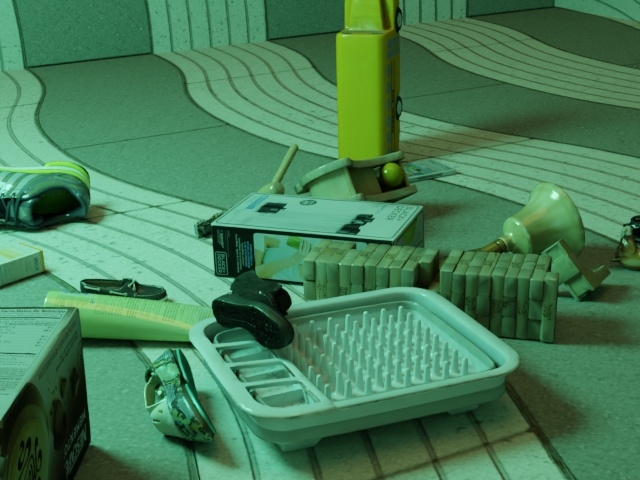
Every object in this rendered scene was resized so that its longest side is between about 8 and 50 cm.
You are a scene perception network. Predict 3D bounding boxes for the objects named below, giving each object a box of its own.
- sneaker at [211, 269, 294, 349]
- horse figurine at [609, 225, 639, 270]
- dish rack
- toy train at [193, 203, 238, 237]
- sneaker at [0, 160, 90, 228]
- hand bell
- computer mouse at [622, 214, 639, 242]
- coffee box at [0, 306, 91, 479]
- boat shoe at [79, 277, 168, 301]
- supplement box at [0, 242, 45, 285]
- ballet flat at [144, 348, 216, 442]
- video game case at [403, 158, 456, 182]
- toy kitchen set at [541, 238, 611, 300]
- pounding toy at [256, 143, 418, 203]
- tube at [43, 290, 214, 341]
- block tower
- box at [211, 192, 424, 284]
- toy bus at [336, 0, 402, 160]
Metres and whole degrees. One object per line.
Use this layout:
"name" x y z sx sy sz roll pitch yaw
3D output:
"sneaker" -0.064 0.079 1.350 0.089 0.051 0.170 -21 24 -36
"horse figurine" 0.578 -0.016 1.661 0.263 0.174 0.066 14 5 4
"dish rack" 0.035 0.149 1.326 0.333 0.072 0.285 -9 20 -20
"toy train" -0.166 -0.038 1.934 0.036 0.027 0.158 7 20 32
"sneaker" -0.536 -0.070 1.946 0.300 0.111 0.121 -11 25 -19
"hand bell" 0.257 0.013 1.682 0.242 0.126 0.126 -23 26 -20
"computer mouse" 0.613 -0.054 1.841 0.189 0.072 0.272 -17 11 32
"coffee box" -0.317 0.194 1.084 0.119 0.168 0.297 0 19 3
"boat shoe" -0.282 0.071 1.618 0.125 0.038 0.046 0 20 4
"supplement box" -0.480 0.038 1.730 0.062 0.036 0.098 16 26 39
"ballet flat" -0.163 0.185 1.274 0.070 0.070 0.188 -6 18 -13
"video game case" 0.189 -0.135 2.202 0.122 0.011 0.087 -11 22 -26
"toy kitchen set" 0.352 0.042 1.616 0.068 0.083 0.075 -39 -7 37
"pounding toy" 0.028 -0.115 1.876 0.270 0.154 0.154 -16 -7 -35
"tube" -0.244 0.106 1.502 0.240 0.062 0.070 3 63 0
"block tower" 0.151 0.064 1.525 0.336 0.090 0.097 5 21 17
"box" 0.000 0.000 1.723 0.290 0.087 0.169 6 21 20
"toy bus" 0.095 -0.322 2.257 0.108 0.332 0.130 5 20 19
